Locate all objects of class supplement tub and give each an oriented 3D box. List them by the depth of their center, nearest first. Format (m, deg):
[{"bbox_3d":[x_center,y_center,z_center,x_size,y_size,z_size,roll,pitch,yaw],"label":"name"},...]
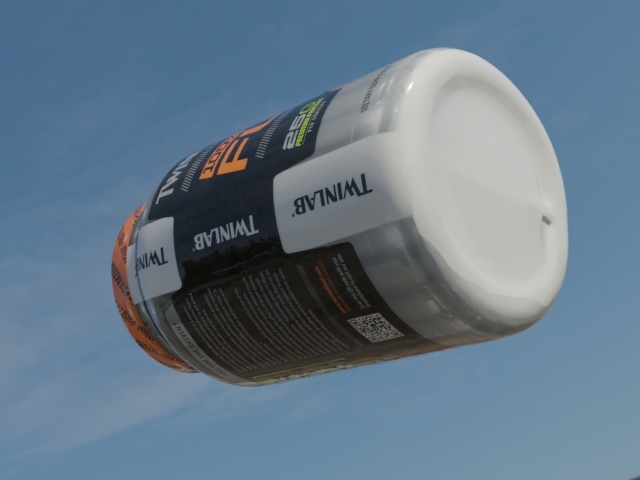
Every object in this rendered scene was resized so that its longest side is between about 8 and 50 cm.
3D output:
[{"bbox_3d":[0.000,0.000,0.746,0.316,0.194,0.193,-18,-19,41],"label":"supplement tub"}]
